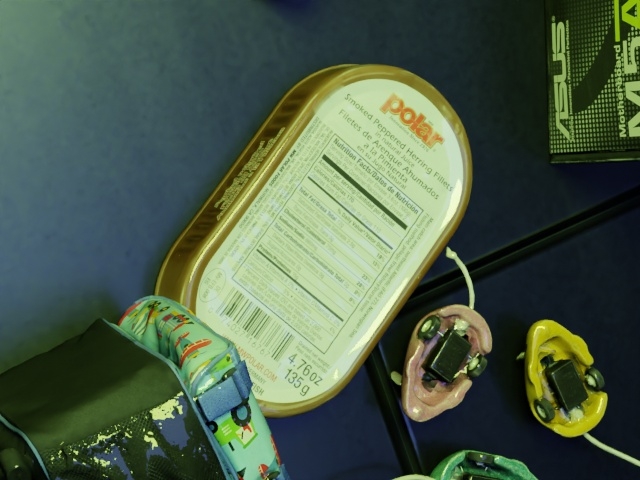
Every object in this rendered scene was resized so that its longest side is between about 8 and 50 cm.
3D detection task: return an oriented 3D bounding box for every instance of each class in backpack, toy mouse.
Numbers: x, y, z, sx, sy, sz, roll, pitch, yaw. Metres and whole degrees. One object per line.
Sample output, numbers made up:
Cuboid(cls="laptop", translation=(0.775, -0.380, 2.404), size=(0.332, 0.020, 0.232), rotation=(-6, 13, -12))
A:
Cuboid(cls="backpack", translation=(-0.070, 0.129, 0.839), size=(0.117, 0.158, 0.173), rotation=(-27, 104, -14))
Cuboid(cls="toy mouse", translation=(0.073, 0.089, 0.971), size=(0.143, 0.031, 0.161), rotation=(-35, 104, -20))

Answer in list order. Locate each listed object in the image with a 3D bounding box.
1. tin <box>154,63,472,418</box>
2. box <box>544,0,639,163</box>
Cuboid(cls="tin", translation=(0.000, 0.000, 0.936), size=(0.106, 0.040, 0.189), rotation=(41, 75, -24))
Cuboid(cls="box", translation=(0.168, -0.132, 0.928), size=(0.045, 0.184, 0.190), rotation=(-4, 93, -27))
